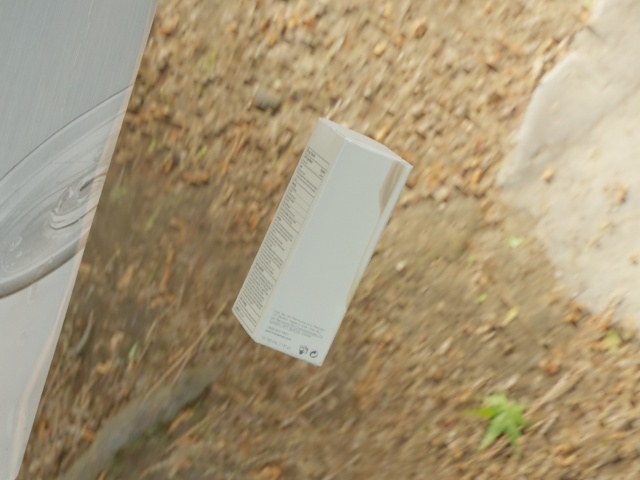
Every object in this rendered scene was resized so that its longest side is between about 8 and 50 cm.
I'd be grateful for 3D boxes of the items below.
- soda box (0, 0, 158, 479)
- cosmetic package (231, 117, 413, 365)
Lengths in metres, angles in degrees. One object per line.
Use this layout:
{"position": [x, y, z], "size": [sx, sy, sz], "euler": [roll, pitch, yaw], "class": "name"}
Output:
{"position": [-0.123, 0.061, 0.363], "size": [0.091, 0.098, 0.286], "euler": [20, 99, 19], "class": "soda box"}
{"position": [0.000, 0.000, 1.005], "size": [0.041, 0.060, 0.115], "euler": [22, 99, -19], "class": "cosmetic package"}
